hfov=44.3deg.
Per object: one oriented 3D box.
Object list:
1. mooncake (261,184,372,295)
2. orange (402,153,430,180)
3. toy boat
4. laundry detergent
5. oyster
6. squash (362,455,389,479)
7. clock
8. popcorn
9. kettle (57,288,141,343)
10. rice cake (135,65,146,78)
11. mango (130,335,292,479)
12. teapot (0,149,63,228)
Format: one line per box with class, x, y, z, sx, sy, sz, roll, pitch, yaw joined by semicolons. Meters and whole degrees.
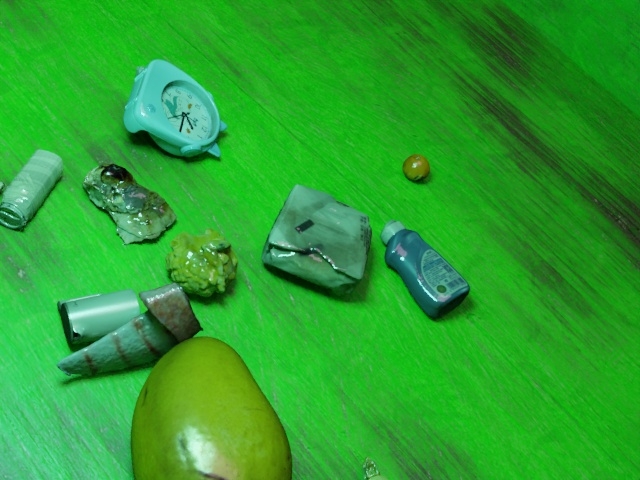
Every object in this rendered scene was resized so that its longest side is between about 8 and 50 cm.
mooncake;-0.001;0.002;1.957;0.250;0.136;0.255;23;51;-3
orange;0.282;-0.215;2.318;0.083;0.084;0.084;13;47;-15
toy boat;-0.384;0.207;1.590;0.282;0.206;0.096;-31;54;-16
laundry detergent;0.254;0.064;2.062;0.143;0.094;0.290;-24;62;-31
oyster;-0.458;-0.100;1.862;0.232;0.107;0.161;34;37;2
squash;0.140;0.539;1.591;0.094;0.094;0.224;-8;50;-30
clock;-0.368;-0.321;2.050;0.274;0.094;0.224;35;47;-31
popcorn;-0.267;0.048;1.805;0.173;0.142;0.174;-4;44;4
kettle;-0.462;0.150;1.642;0.147;0.098;0.127;-9;62;-27
rice cake;-0.467;-0.391;2.128;0.069;0.063;0.207;10;49;-26
mango;-0.206;0.364;1.494;0.301;0.221;0.445;7;46;-17
teapot;-0.677;-0.122;1.788;0.107;0.077;0.200;20;46;-3
